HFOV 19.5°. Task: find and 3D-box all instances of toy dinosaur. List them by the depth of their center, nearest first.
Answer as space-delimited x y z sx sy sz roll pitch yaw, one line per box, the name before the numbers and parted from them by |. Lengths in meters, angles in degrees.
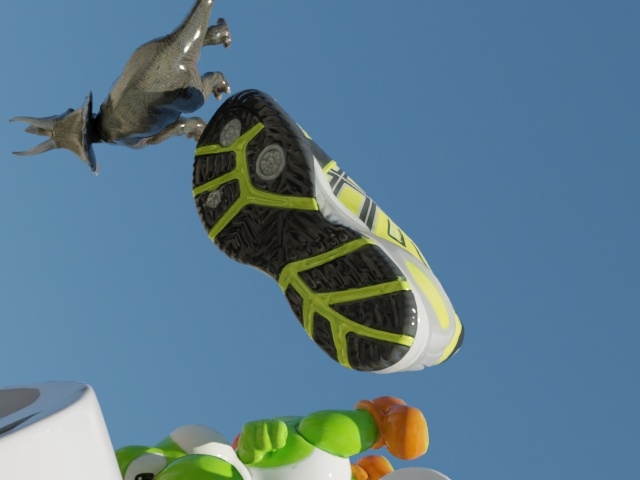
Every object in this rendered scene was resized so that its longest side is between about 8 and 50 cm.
toy dinosaur | -0.171 -0.161 1.978 0.313 0.160 0.121 -34 -93 34

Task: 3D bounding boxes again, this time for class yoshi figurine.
yoshi figurine | -0.055 0.275 2.047 0.203 0.362 0.203 136 -54 -60

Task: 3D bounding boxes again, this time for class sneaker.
sneaker | 0.000 0.000 1.882 0.145 0.147 0.384 -46 -125 17

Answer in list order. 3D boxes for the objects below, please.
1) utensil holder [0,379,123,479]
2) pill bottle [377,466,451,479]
utensil holder | -0.225 0.303 1.058 0.328 0.328 0.385 -7 -83 57
pill bottle | 0.117 0.344 1.963 0.152 0.152 0.272 44 -15 31
